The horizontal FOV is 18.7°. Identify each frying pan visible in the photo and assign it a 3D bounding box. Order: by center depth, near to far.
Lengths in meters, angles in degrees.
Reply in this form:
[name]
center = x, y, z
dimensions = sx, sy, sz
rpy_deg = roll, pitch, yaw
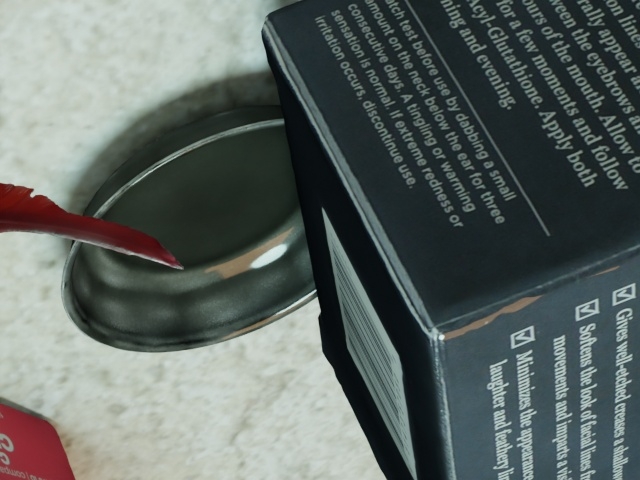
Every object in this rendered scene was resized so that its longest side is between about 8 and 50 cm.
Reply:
[frying pan]
center = 0.005, -0.018, 1.097
dimensions = 0.326, 0.053, 0.197
rpy_deg = -11, 145, -26

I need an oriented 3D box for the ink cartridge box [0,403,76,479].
[ink cartridge box]
center = -0.221, 0.273, 1.113
dimensions = 0.226, 0.306, 0.131
rpy_deg = -36, 146, 14

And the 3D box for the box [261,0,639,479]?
[box]
center = 0.201, -0.022, 1.004
dimensions = 0.395, 0.212, 0.293
rpy_deg = -21, 145, -8

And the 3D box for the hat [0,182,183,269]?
[hat]
center = -0.213, -0.008, 0.837
dimensions = 0.173, 0.183, 0.208
rpy_deg = 15, 129, -45
